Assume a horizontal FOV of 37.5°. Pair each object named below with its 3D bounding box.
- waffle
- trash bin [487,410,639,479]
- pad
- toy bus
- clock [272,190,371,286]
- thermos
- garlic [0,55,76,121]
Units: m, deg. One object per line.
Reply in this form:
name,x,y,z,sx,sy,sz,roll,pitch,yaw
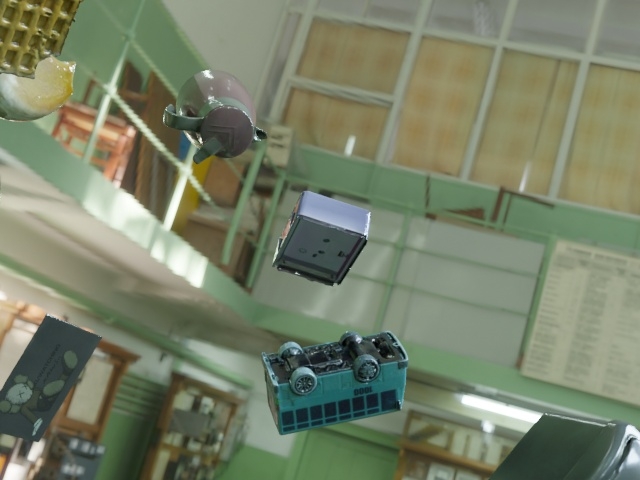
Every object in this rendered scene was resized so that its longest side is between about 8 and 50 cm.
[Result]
waffle,-0.307,-0.234,1.000,0.092,0.135,0.021,4,38,-43
trash bin,0.340,0.319,1.254,0.101,0.177,0.236,45,-13,-9
pad,-0.416,0.209,1.413,0.004,0.190,0.127,27,-6,34
toy bus,0.029,0.263,1.750,0.255,0.147,0.128,-9,25,-12
clock,-0.001,0.000,1.789,0.144,0.073,0.193,18,-34,-8
thermos,-0.194,-0.218,1.694,0.176,0.146,0.265,5,16,-12
garlic,-0.479,-0.277,1.429,0.145,0.164,0.245,40,-12,30
